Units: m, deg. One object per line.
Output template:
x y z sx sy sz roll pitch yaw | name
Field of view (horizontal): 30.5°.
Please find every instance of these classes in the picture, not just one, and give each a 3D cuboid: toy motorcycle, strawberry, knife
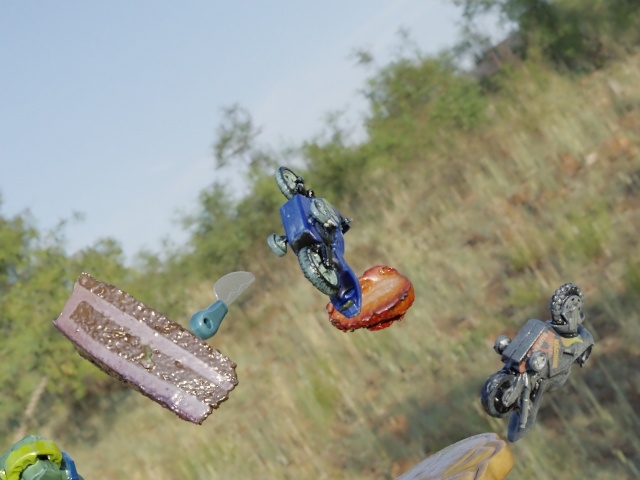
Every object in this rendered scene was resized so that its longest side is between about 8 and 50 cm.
0.000 0.000 2.019 0.113 0.169 0.315 -37 41 19 | toy motorcycle
0.099 0.127 2.331 0.188 0.121 0.082 -28 -42 -15 | strawberry
0.424 0.232 2.239 0.307 0.173 0.108 -51 37 -11 | toy motorcycle
-0.173 0.102 2.092 0.032 0.058 0.244 -35 11 30 | knife
-0.482 0.438 1.873 0.326 0.191 0.200 -47 -37 18 | toy motorcycle

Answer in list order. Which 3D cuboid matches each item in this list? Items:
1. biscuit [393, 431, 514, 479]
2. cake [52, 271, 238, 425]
0.153 0.403 1.800 0.312 0.057 0.351 -35 1 36 | biscuit
-0.258 0.170 1.759 0.116 0.295 0.113 -53 -21 -19 | cake
